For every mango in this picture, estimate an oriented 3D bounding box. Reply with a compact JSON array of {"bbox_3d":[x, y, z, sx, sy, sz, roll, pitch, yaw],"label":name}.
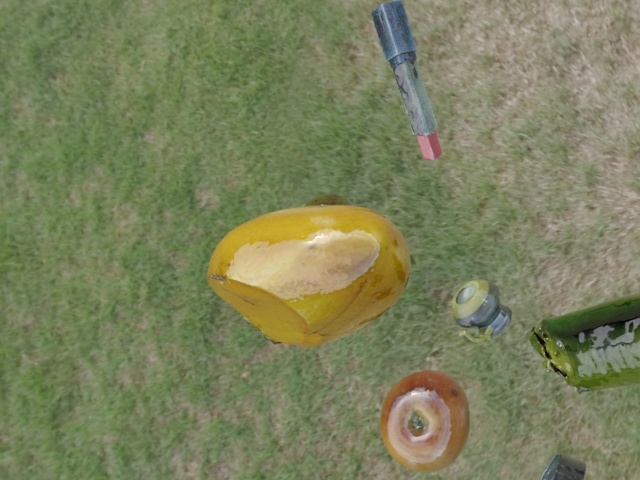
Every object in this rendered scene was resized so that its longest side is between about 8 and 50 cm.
[{"bbox_3d":[0.002,0.029,0.765,0.257,0.187,0.138,-15,54,51],"label":"mango"}]

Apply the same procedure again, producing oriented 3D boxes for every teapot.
[{"bbox_3d":[0.376,0.176,1.728,0.119,0.166,0.130,41,143,-17],"label":"teapot"}]

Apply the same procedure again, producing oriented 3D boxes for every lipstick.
[{"bbox_3d":[0.175,-0.305,1.424,0.051,0.051,0.312,-12,98,63],"label":"lipstick"}]

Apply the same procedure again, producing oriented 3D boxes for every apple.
[{"bbox_3d":[0.266,0.458,1.858,0.253,0.253,0.254,2,93,27],"label":"apple"}]

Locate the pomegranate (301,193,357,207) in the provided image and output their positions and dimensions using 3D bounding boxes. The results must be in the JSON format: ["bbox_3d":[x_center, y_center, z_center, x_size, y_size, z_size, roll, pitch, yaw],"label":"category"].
[{"bbox_3d":[0.000,0.000,1.004,0.142,0.114,0.115,-28,80,29],"label":"pomegranate"}]

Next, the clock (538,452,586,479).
[{"bbox_3d":[0.322,0.412,1.068,0.041,0.215,0.215,26,104,18],"label":"clock"}]

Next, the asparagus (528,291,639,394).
[{"bbox_3d":[0.380,0.127,0.920,0.108,0.129,0.382,32,151,-15],"label":"asparagus"}]
